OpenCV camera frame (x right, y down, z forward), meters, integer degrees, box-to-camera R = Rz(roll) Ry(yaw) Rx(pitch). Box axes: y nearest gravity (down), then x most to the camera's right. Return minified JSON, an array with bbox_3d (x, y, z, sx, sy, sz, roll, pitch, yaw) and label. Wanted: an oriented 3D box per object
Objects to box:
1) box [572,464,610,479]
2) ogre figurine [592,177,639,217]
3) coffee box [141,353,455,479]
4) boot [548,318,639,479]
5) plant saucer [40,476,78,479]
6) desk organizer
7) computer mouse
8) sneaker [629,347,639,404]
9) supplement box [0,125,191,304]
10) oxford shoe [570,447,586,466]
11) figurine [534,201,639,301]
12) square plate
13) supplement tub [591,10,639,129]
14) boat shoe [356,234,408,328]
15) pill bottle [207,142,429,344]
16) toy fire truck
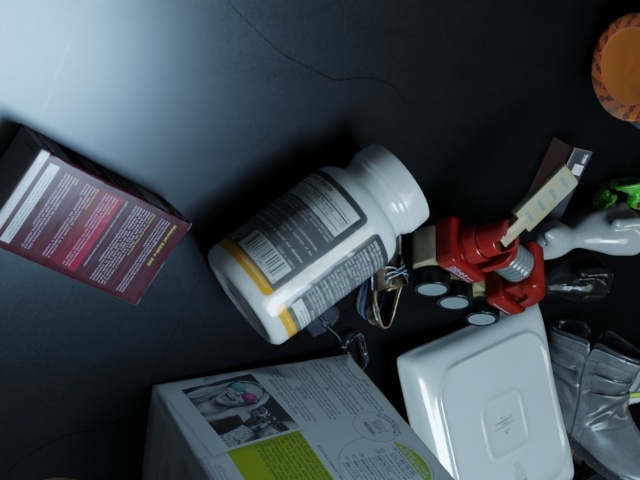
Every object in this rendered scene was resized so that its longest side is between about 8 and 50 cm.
[{"bbox_3d":[0.412,0.504,2.196,0.270,0.216,0.060,-23,85,-24],"label":"box"},{"bbox_3d":[0.561,-0.064,2.012,0.197,0.097,0.118,-31,121,-32],"label":"ogre figurine"},{"bbox_3d":[-0.044,0.412,1.679,0.334,0.338,0.337,-7,122,-29],"label":"coffee box"},{"bbox_3d":[0.526,0.294,2.067,0.222,0.338,0.118,-69,169,22],"label":"boot"},{"bbox_3d":[-0.389,0.410,1.649,0.168,0.029,0.168,-20,129,-27],"label":"plant saucer"},{"bbox_3d":[0.379,-0.097,1.882,0.047,0.050,0.130,8,112,-40],"label":"desk organizer"},{"bbox_3d":[0.017,0.139,1.770,0.071,0.041,0.242,-46,135,-4],"label":"computer mouse"},{"bbox_3d":[0.585,0.242,2.219,0.300,0.111,0.121,-19,124,-29],"label":"sneaker"},{"bbox_3d":[-0.288,-0.026,1.412,0.239,0.073,0.130,30,98,-43],"label":"supplement box"},{"bbox_3d":[0.534,0.360,2.287,0.212,0.076,0.076,-25,130,-43],"label":"oxford shoe"},{"bbox_3d":[0.406,0.030,1.925,0.209,0.092,0.215,-9,146,-26],"label":"figurine"},{"bbox_3d":[0.294,0.302,1.942,0.347,0.049,0.344,-19,99,-37],"label":"square plate"},{"bbox_3d":[0.598,-0.266,1.828,0.338,0.207,0.207,-4,119,-36],"label":"supplement tub"},{"bbox_3d":[0.102,0.048,1.756,0.066,0.066,0.183,-16,126,-29],"label":"boat shoe"},{"bbox_3d":[0.000,0.000,1.582,0.278,0.162,0.162,-37,133,-12],"label":"pill bottle"},{"bbox_3d":[0.285,0.005,1.755,0.217,0.246,0.158,31,52,-44],"label":"toy fire truck"}]
